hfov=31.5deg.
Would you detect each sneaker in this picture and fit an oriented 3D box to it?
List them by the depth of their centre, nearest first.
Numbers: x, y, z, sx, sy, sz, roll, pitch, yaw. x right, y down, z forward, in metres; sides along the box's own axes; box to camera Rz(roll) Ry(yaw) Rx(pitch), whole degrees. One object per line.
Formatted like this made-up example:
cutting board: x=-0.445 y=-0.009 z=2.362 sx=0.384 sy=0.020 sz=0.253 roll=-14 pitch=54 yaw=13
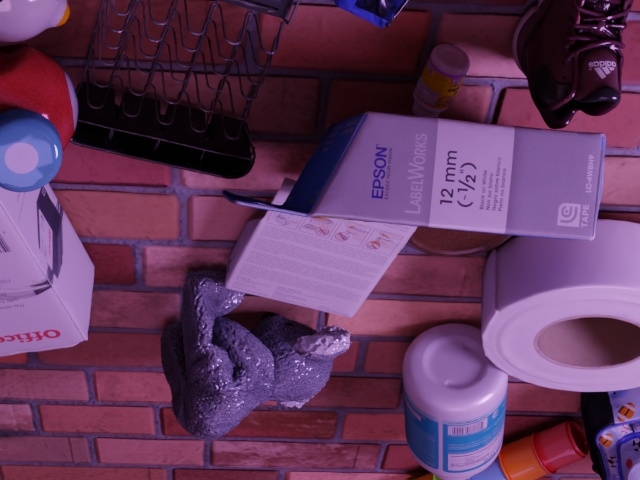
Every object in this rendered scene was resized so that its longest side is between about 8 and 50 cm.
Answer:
sneaker: x=0.275 y=-0.214 z=1.065 sx=0.106 sy=0.162 sz=0.281 roll=8 pitch=140 yaw=-11

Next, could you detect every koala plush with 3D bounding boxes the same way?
koala plush: x=-0.080 y=0.166 z=1.521 sx=0.221 sy=0.203 sz=0.196 roll=2 pitch=143 yaw=-23

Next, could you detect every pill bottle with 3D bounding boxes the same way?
pill bottle: x=0.126 y=-0.166 z=1.213 sx=0.043 sy=0.043 sz=0.083 roll=9 pitch=140 yaw=-13
pill bottle: x=0.193 y=0.247 z=1.643 sx=0.146 sy=0.146 sz=0.264 roll=-3 pitch=141 yaw=2

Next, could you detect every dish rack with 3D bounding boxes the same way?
dish rack: x=-0.138 y=-0.191 z=1.153 sx=0.208 sy=0.074 sz=0.271 roll=11 pitch=139 yaw=-16

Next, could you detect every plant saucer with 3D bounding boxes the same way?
plant saucer: x=0.167 y=-0.037 z=1.381 sx=0.199 sy=0.036 sz=0.198 roll=-1 pitch=141 yaw=-1

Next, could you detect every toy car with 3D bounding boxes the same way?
toy car: x=-0.292 y=-0.206 z=1.070 sx=0.210 sy=0.219 sz=0.238 roll=29 pitch=103 yaw=-25

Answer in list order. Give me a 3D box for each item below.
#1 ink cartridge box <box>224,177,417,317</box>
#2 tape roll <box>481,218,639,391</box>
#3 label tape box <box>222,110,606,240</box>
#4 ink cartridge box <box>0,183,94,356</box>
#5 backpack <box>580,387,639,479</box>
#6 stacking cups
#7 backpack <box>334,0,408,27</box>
ink cartridge box: x=0.000 y=0.000 z=1.405 sx=0.181 sy=0.056 sz=0.224 roll=15 pitch=137 yaw=-15
tape roll: x=0.347 y=0.090 z=1.461 sx=0.286 sy=0.100 sz=0.286 roll=5 pitch=148 yaw=3
label tape box: x=0.082 y=-0.072 z=1.174 sx=0.348 sy=0.115 sz=0.249 roll=7 pitch=-178 yaw=-8
ink cartridge box: x=-0.423 y=0.001 z=1.334 sx=0.223 sy=0.129 sz=0.307 roll=-8 pitch=140 yaw=7
backpack: x=0.535 y=0.291 z=1.674 sx=0.263 sy=0.213 sz=0.276 roll=-18 pitch=136 yaw=4
stacking cups: x=0.288 y=0.386 z=1.857 sx=0.316 sy=0.096 sz=0.096 roll=-26 pitch=135 yaw=27
backpack: x=0.057 y=-0.273 z=1.039 sx=0.101 sy=0.098 sz=0.120 roll=21 pitch=137 yaw=-20
